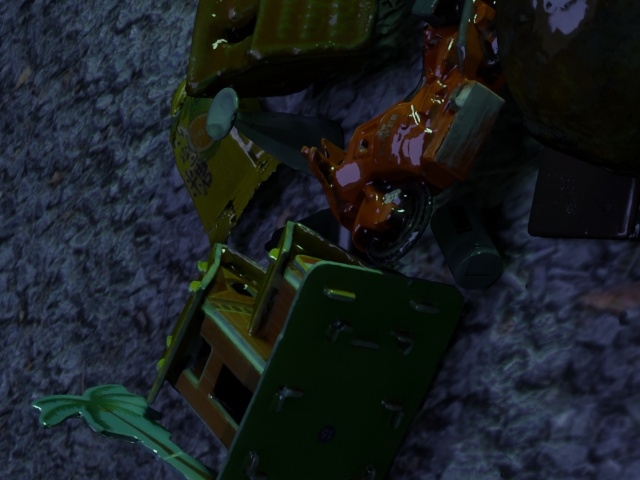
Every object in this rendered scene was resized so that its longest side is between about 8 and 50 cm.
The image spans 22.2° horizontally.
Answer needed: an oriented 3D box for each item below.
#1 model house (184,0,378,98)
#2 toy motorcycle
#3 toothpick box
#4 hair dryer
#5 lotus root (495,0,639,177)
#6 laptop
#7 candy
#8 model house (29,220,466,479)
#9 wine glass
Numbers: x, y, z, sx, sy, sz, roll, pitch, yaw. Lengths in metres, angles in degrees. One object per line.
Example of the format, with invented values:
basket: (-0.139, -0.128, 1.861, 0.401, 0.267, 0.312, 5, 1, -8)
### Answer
model house: (-0.013, -0.289, 1.899, 0.239, 0.173, 0.268, -14, 63, 53)
toy motorcycle: (0.104, -0.127, 1.660, 0.326, 0.148, 0.221, -62, 27, -5)
toothpick box: (0.146, 0.004, 1.644, 0.052, 0.052, 0.083, -54, 36, 27)
hair dryer: (0.000, 0.000, 1.871, 0.255, 0.070, 0.128, -25, 56, 58)
lotus root: (0.268, -0.232, 1.394, 0.250, 0.250, 0.346, 15, 93, 57)
laptop: (0.268, -0.100, 1.537, 0.154, 0.026, 0.207, 1, 76, 58)
candy: (-0.128, -0.146, 2.094, 0.187, 0.081, 0.297, -53, 38, 31)
model house: (-0.104, 0.095, 1.699, 0.323, 0.340, 0.300, 42, 114, 51)
wine glass: (-0.052, -0.128, 1.906, 0.073, 0.155, 0.073, -28, 53, 44)
